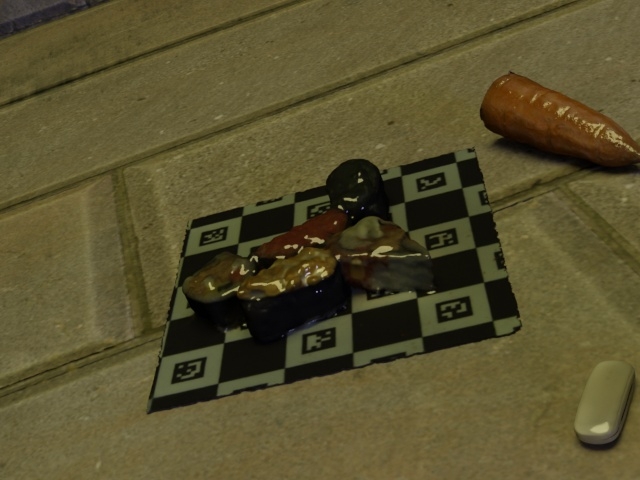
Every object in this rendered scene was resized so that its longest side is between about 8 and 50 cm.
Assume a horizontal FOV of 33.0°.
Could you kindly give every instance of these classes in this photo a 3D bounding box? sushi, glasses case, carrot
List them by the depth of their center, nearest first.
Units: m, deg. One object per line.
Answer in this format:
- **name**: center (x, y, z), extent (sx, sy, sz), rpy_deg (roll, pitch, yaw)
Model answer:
- **glasses case**: center (0.209, 0.117, 0.792), extent (0.032, 0.021, 0.083), rpy_deg (0, 34, 29)
- **sushi**: center (0.000, 0.000, 1.071), extent (0.343, 0.064, 0.359), rpy_deg (-14, 29, 9)
- **carrot**: center (0.261, -0.115, 1.129), extent (0.072, 0.072, 0.205), rpy_deg (-31, 40, -22)
